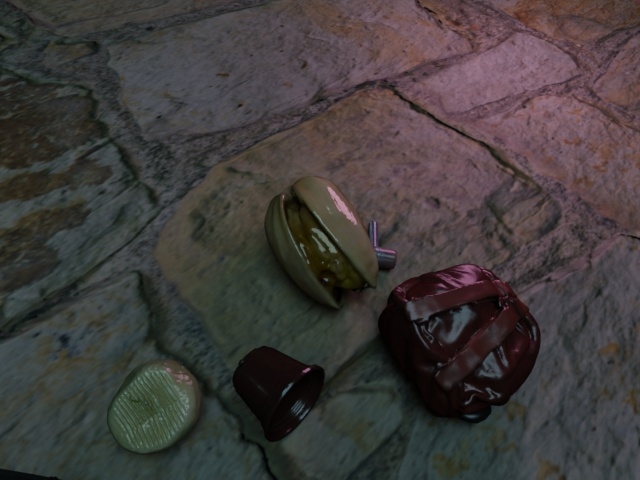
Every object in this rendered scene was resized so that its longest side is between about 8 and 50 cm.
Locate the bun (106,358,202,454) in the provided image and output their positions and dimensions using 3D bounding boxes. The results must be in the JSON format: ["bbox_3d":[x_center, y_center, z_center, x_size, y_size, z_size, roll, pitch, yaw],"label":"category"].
[{"bbox_3d":[-0.211,0.213,0.526,0.115,0.069,0.115,1,77,-4],"label":"bun"}]

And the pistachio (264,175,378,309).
[{"bbox_3d":[0.000,0.000,0.661,0.157,0.157,0.229,-23,67,-21],"label":"pistachio"}]

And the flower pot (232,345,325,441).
[{"bbox_3d":[-0.063,0.194,0.547,0.089,0.111,0.111,28,56,30],"label":"flower pot"}]

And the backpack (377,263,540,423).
[{"bbox_3d":[0.207,0.130,0.591,0.229,0.139,0.229,3,57,-5],"label":"backpack"}]

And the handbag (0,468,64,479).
[{"bbox_3d":[-0.266,0.371,0.312,0.089,0.238,0.326,-5,57,-16],"label":"handbag"}]

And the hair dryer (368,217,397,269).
[{"bbox_3d":[0.102,0.000,0.734,0.063,0.037,0.114,8,48,-4],"label":"hair dryer"}]
